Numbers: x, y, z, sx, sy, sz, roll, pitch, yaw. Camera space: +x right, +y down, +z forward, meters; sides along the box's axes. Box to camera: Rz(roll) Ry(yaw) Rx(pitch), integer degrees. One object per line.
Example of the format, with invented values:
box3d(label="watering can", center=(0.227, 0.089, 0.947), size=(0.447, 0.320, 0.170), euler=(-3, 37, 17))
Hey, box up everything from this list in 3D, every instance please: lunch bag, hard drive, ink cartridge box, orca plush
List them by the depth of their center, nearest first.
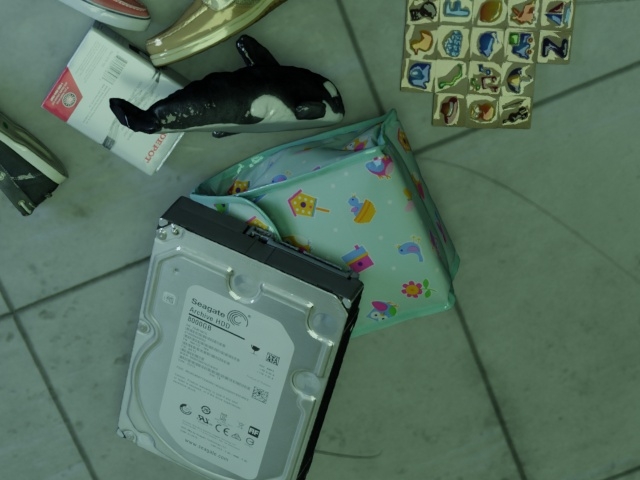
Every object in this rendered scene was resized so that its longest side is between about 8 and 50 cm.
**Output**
box3d(label="orca plush", center=(-0.096, -0.171, 1.590), size=(0.287, 0.151, 0.102), euler=(-8, 88, -27))
box3d(label="ink cartridge box", center=(-0.223, -0.161, 1.643), size=(0.150, 0.063, 0.109), euler=(33, 102, -14))
box3d(label="hard drive", center=(-0.098, 0.138, 1.650), size=(0.236, 0.064, 0.339), euler=(24, 126, 10))
box3d(label="lunch bag", center=(0.000, 0.000, 1.663), size=(0.262, 0.160, 0.223), euler=(-18, 112, 17))

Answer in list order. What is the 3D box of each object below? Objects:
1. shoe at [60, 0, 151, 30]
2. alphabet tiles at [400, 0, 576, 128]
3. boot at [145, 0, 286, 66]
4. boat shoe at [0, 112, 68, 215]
box3d(label="shoe", center=(-0.260, -0.301, 1.598), size=(0.178, 0.063, 0.081), euler=(25, 109, -6))
box3d(label="alphabet tiles", center=(0.195, -0.246, 1.675), size=(0.198, 0.009, 0.237), euler=(1, 107, -5))
box3d(label="boot", center=(-0.120, -0.331, 1.581), size=(0.262, 0.095, 0.203), euler=(-34, 107, 4))
box3d(label="boat shoe", center=(-0.396, -0.121, 1.633), size=(0.079, 0.084, 0.233), euler=(-44, 109, 11))
